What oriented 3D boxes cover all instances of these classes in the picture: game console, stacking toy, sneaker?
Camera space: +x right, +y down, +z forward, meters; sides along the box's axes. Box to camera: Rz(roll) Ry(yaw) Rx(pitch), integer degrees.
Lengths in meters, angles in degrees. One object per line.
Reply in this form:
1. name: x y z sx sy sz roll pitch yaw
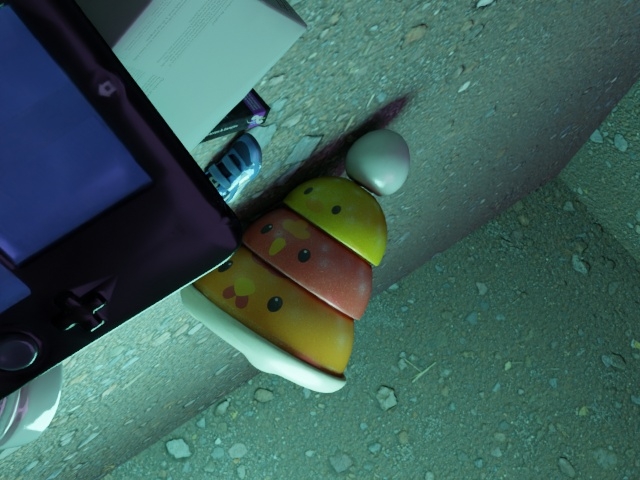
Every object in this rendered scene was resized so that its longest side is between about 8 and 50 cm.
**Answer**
1. game console: -0.287 -0.036 0.604 0.341 0.060 0.387 -28 131 6
2. stacking toy: 0.000 0.000 1.499 0.480 0.350 0.350 -58 164 -1
3. sneaker: -0.134 -0.099 1.213 0.059 0.053 0.144 -20 155 -44

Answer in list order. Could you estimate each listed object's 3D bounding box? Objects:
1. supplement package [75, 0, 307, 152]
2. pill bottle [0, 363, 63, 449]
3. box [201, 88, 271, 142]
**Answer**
1. supplement package: -0.159 -0.191 0.713 0.194 0.149 0.203 -43 164 18
2. pill bottle: -0.451 0.138 0.795 0.204 0.204 0.361 -45 154 23
3. box: -0.150 -0.156 0.895 0.162 0.116 0.029 -26 158 -38
